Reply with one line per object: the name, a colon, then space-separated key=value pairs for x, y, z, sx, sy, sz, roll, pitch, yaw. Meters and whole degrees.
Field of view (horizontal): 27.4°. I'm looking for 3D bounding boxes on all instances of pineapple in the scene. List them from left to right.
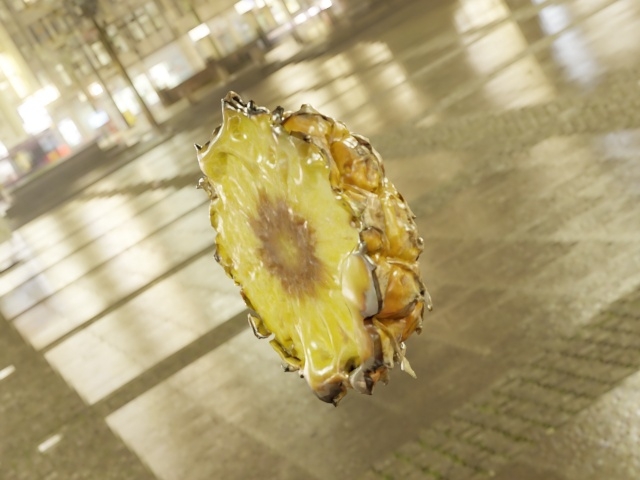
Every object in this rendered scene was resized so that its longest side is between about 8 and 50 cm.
pineapple: x=0.000 y=0.000 z=0.842 sx=0.076 sy=0.224 sz=0.225 roll=-22 pitch=5 yaw=-28
